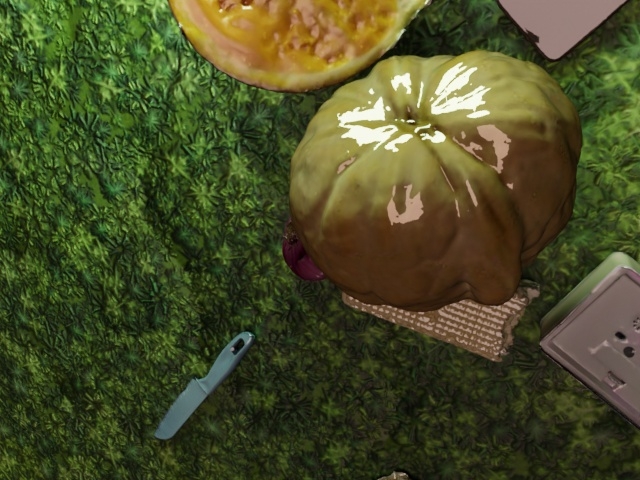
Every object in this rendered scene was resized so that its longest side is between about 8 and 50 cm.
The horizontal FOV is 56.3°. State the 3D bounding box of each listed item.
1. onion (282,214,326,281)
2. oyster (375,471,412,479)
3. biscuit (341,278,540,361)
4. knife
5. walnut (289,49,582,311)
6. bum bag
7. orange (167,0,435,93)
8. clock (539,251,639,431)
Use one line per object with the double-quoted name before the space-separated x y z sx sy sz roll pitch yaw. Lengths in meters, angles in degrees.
"onion" 0.000 0.000 0.790 0.115 0.104 0.115 -19 62 40
"oyster" 0.105 0.394 0.907 0.098 0.037 0.100 25 114 11
"biscuit" 0.148 0.067 0.774 0.238 0.062 0.108 19 112 13
"knife" -0.200 0.246 0.988 0.044 0.019 0.313 45 117 11
"walnut" 0.115 -0.057 0.631 0.296 0.285 0.285 -26 97 4
"bum bag" 0.277 -0.279 0.635 0.109 0.026 0.159 48 116 0
"orange" -0.008 -0.307 0.612 0.274 0.274 0.310 24 70 12
"clock" 0.377 0.125 0.700 0.192 0.071 0.147 39 116 5
